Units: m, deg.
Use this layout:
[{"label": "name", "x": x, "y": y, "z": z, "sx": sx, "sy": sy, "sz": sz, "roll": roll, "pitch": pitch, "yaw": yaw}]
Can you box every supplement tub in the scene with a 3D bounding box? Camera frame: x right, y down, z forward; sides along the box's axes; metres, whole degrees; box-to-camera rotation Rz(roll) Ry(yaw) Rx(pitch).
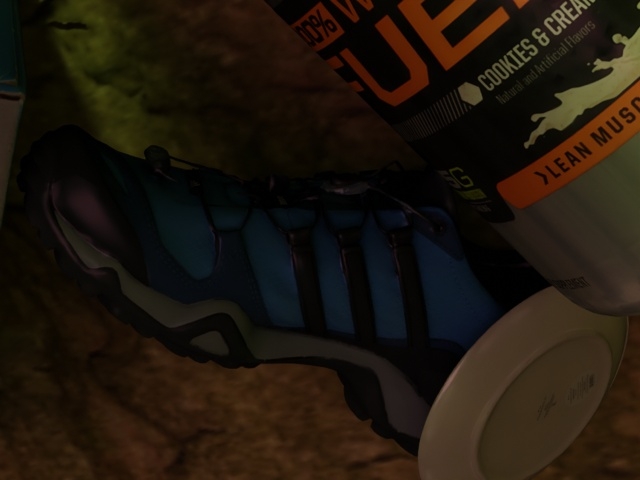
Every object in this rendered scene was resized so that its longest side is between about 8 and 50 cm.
[{"label": "supplement tub", "x": 0.074, "y": -0.137, "z": 0.588, "sx": 0.316, "sy": 0.193, "sz": 0.193, "roll": 44, "pitch": 119, "yaw": -8}]

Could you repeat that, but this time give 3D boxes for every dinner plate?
[{"label": "dinner plate", "x": 0.108, "y": 0.082, "z": 0.722, "sx": 0.017, "sy": 0.141, "sz": 0.141, "roll": 41, "pitch": 125, "yaw": 38}]

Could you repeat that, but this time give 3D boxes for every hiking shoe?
[{"label": "hiking shoe", "x": 0.000, "y": 0.000, "z": 0.704, "sx": 0.304, "sy": 0.113, "sz": 0.132, "roll": 26, "pitch": 110, "yaw": -30}]

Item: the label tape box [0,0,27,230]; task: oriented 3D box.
[{"label": "label tape box", "x": -0.231, "y": 0.019, "z": 0.746, "sx": 0.105, "sy": 0.241, "sz": 0.334, "roll": 6, "pitch": 117, "yaw": -17}]
